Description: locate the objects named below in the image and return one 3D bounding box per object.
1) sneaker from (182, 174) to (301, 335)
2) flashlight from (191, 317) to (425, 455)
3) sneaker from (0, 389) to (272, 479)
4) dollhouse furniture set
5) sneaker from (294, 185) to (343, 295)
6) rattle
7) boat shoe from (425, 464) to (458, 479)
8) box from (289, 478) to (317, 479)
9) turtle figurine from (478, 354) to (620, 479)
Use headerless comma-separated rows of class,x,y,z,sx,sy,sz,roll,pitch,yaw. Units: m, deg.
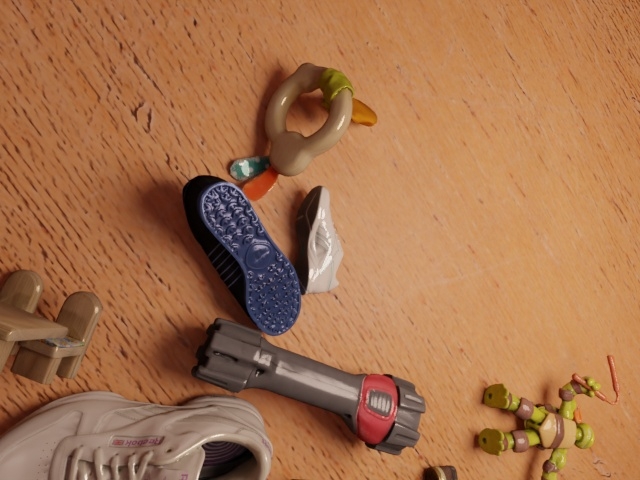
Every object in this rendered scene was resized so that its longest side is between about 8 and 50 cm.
sneaker,-0.099,0.018,0.572,0.081,0.090,0.232,-33,121,-21
flashlight,-0.013,0.191,0.588,0.304,0.103,0.103,24,103,-15
sneaker,-0.198,0.230,0.478,0.306,0.152,0.114,0,90,-21
dollhouse furniture set,-0.345,0.022,0.399,0.242,0.212,0.160,18,82,7
sneaker,0.000,0.000,0.625,0.061,0.054,0.152,4,93,-31
rattle,-0.020,-0.132,0.629,0.130,0.143,0.199,27,94,13
boat shoe,0.195,0.422,0.681,0.049,0.056,0.152,-3,89,-17
box,-0.008,0.501,0.509,0.257,0.079,0.321,-35,95,-50
turtle figurine,0.377,0.299,0.743,0.218,0.087,0.269,17,90,-13
